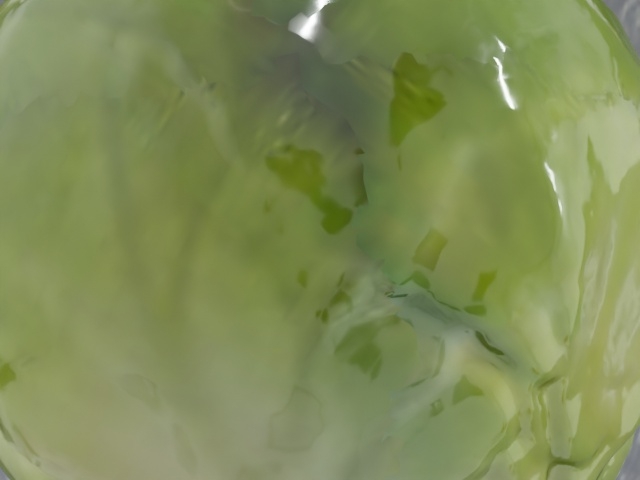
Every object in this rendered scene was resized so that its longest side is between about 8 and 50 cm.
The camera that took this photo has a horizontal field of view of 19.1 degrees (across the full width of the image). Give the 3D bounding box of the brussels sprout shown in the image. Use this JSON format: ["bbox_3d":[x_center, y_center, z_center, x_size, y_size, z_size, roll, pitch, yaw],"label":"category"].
[{"bbox_3d":[0.000,0.000,0.819,0.344,0.268,0.344,1,94,19],"label":"brussels sprout"}]
